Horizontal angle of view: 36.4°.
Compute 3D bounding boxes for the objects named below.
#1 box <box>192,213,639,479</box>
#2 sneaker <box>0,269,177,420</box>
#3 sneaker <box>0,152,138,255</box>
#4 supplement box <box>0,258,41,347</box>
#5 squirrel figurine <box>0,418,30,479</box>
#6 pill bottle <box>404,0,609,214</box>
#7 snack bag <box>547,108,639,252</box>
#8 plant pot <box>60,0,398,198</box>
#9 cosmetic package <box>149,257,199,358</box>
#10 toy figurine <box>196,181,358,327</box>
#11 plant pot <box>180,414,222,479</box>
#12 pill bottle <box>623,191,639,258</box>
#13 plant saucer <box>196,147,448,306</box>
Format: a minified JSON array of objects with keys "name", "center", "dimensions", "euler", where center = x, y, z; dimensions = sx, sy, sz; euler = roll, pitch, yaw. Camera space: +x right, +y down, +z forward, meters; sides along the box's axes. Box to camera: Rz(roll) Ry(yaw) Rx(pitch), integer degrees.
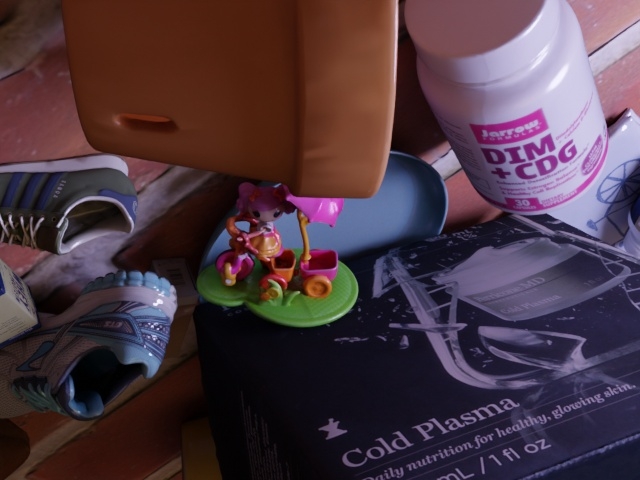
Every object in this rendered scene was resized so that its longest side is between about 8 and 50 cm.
[{"name":"box","center":[0.172,0.214,1.026],"dimensions":[0.479,0.472,0.297],"euler":[-16,112,-19]},{"name":"sneaker","center":[-0.273,0.136,1.023],"dimensions":[0.283,0.122,0.110],"euler":[-31,133,27]},{"name":"sneaker","center":[-0.260,-0.023,0.894],"dimensions":[0.192,0.086,0.064],"euler":[-14,143,-20]},{"name":"supplement box","center":[-0.342,0.067,0.979],"dimensions":[0.083,0.056,0.083],"euler":[-27,146,-2]},{"name":"squirrel figurine","center":[-0.568,0.301,1.002],"dimensions":[0.370,0.281,0.397],"euler":[-26,133,15]},{"name":"pill bottle","center":[0.189,-0.155,0.973],"dimensions":[0.160,0.160,0.283],"euler":[-33,145,6]},{"name":"snack bag","center":[0.372,-0.012,1.395],"dimensions":[0.342,0.037,0.323],"euler":[-44,142,20]},{"name":"plant pot","center":[-0.070,-0.171,0.699],"dimensions":[0.203,0.291,0.291],"euler":[-3,141,-5]},{"name":"cosmetic package","center":[-0.177,0.079,1.109],"dimensions":[0.041,0.060,0.115],"euler":[-5,141,-29]},{"name":"toy figurine","center":[-0.041,-0.013,0.996],"dimensions":[0.173,0.130,0.159],"euler":[3,126,-2]},{"name":"plant pot","center":[-0.073,0.327,1.360],"dimensions":[0.239,0.254,0.254],"euler":[-2,140,-10]},{"name":"pill bottle","center":[0.472,-0.043,1.310],"dimensions":[0.094,0.094,0.169],"euler":[-12,141,-22]},{"name":"plant saucer","center":[0.000,0.000,1.146],"dimensions":[0.317,0.044,0.318],"euler":[-18,144,-14]}]
